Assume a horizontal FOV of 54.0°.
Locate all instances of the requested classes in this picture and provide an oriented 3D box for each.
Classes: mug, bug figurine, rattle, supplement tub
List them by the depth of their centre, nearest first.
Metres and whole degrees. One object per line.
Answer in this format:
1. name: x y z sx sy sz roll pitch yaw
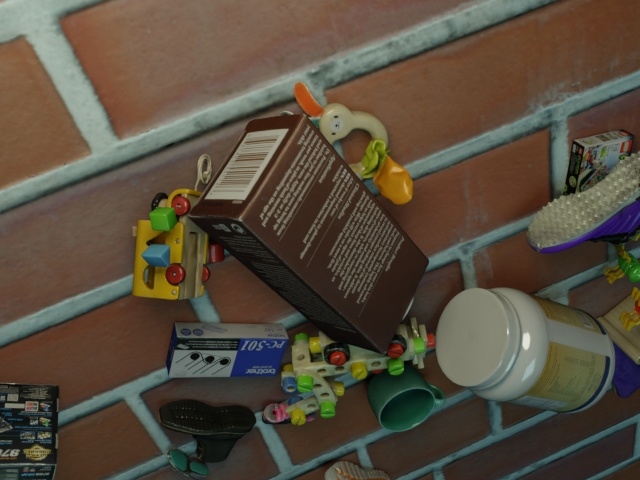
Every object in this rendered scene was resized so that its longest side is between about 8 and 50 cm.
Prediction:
1. rattle: 0.038 -0.140 0.956 0.130 0.142 0.200 -26 136 20
2. bug figurine: 0.681 0.042 1.277 0.072 0.216 0.278 4 125 -7
3. supplement tub: 0.416 0.223 1.286 0.316 0.228 0.228 17 114 -29
4. mug: 0.174 0.333 1.347 0.129 0.097 0.158 -45 127 10

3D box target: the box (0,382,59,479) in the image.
1. box: -0.536 0.304 1.000 0.220 0.175 0.051 9 119 -27

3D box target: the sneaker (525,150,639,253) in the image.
1. sneaker: 0.537 -0.035 1.192 0.294 0.102 0.146 -30 129 -1

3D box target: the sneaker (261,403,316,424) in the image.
1. sneaker: -0.069 0.366 1.315 0.120 0.047 0.057 7 141 -24

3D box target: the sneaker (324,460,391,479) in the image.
1. sneaker: 0.085 0.590 1.496 0.215 0.084 0.083 29 113 -35

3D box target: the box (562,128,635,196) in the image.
1. box: 0.535 -0.108 1.231 0.114 0.036 0.206 -14 126 -13

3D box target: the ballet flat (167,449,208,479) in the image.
1. ballet flat: -0.282 0.467 1.296 0.041 0.041 0.114 -42 126 9

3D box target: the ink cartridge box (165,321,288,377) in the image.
1. ink cartridge box: -0.171 0.202 1.156 0.207 0.046 0.097 4 121 -24

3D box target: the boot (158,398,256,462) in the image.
1. boot: -0.242 0.390 1.241 0.198 0.076 0.137 17 120 -29

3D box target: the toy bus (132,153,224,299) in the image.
1. toy bus: -0.230 -0.004 0.954 0.105 0.202 0.190 4 133 15

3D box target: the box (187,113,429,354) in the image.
1. box: 0.000 0.000 0.987 0.381 0.143 0.191 45 64 -35

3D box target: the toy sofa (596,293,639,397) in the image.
1. toy sofa: 0.797 0.310 1.543 0.177 0.150 0.362 -41 127 7

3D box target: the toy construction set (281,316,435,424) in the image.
1. toy construction set: 0.077 0.232 1.202 0.328 0.151 0.215 -18 132 -10
